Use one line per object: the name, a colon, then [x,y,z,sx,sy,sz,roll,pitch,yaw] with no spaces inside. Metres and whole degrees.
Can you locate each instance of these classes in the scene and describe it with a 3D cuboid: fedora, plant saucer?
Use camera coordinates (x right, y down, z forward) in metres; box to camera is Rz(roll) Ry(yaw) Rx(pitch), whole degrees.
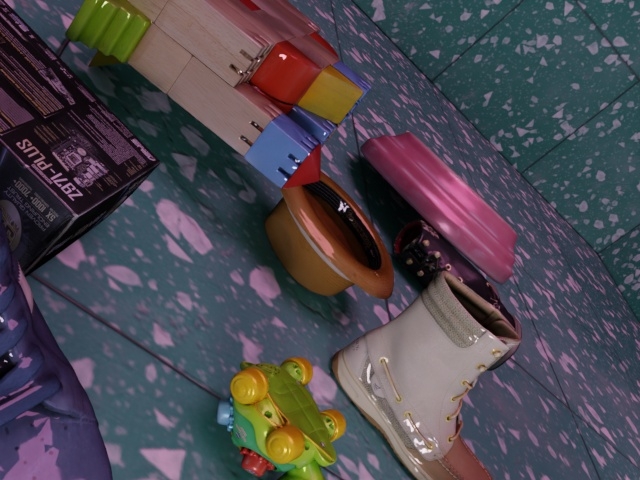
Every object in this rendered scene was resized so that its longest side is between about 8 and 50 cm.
fedora: [0.000,0.000,0.878,0.194,0.079,0.194,43,22,-22]
plant saucer: [0.212,-0.069,1.316,0.332,0.084,0.332,42,10,-9]

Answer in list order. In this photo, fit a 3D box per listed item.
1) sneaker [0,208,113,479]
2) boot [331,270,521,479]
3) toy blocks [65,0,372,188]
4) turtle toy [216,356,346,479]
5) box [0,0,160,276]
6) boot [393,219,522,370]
sneaker: [-0.188,-0.003,0.347,0.350,0.148,0.131,57,38,-3]
boot: [0.136,0.150,0.773,0.213,0.165,0.077,48,22,0]
toy blocks: [-0.065,-0.196,0.869,0.261,0.190,0.381,39,22,-3]
turtle toy: [-0.029,0.148,0.587,0.130,0.066,0.095,57,22,17]
box: [-0.226,-0.079,0.564,0.180,0.077,0.147,46,21,-8]
boot: [0.189,0.074,1.126,0.179,0.085,0.236,42,16,-15]
